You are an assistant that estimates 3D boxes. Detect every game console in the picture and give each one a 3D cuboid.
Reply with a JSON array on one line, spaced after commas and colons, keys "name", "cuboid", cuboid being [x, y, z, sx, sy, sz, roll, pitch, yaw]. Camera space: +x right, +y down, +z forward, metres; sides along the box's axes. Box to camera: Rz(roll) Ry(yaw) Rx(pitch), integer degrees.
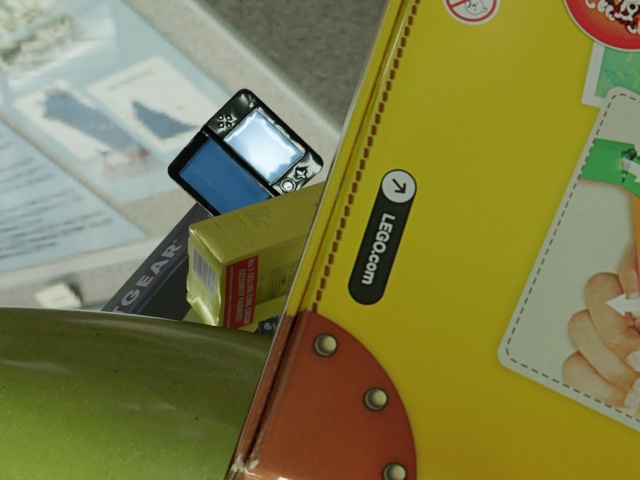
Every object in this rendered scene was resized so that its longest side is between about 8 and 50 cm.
[{"name": "game console", "cuboid": [-0.077, -0.077, 1.342, 0.122, 0.071, 0.107, 43, 119, -12]}]

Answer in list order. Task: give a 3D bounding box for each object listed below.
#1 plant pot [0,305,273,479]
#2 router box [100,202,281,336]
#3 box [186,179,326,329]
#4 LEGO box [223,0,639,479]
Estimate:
[{"name": "plant pot", "cuboid": [-0.120, 0.164, 0.900, 0.274, 0.294, 0.274, -58, 17, 29]}, {"name": "router box", "cuboid": [-0.152, 0.143, 1.548, 0.081, 0.309, 0.243, 7, 141, 51]}, {"name": "box", "cuboid": [0.000, 0.000, 1.091, 0.058, 0.232, 0.087, 47, 142, 38]}, {"name": "LEGO box", "cuboid": [0.208, -0.060, 0.586, 0.193, 0.373, 0.500, 113, 176, -73]}]
